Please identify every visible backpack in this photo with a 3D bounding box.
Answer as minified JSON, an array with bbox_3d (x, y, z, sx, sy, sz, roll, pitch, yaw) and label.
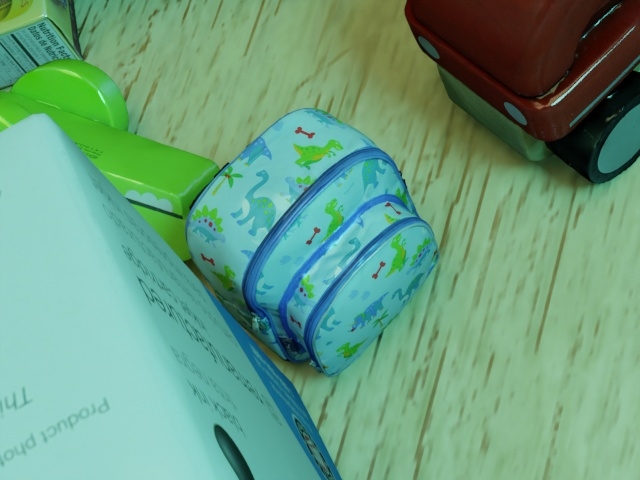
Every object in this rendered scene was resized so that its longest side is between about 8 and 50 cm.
[{"bbox_3d":[0.000,0.000,0.648,0.084,0.114,0.105,39,81,29],"label":"backpack"}]

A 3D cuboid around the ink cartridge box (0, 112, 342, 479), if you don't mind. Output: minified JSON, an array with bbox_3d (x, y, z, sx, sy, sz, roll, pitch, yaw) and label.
[{"bbox_3d":[-0.035,0.201,0.468,0.166,0.285,0.395,-30,61,2],"label":"ink cartridge box"}]

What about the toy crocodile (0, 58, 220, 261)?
[{"bbox_3d":[-0.212,-0.050,0.726,0.340,0.115,0.105,16,113,5],"label":"toy crocodile"}]

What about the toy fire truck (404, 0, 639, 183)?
[{"bbox_3d":[0.144,-0.158,0.600,0.217,0.246,0.158,-44,60,-6],"label":"toy fire truck"}]

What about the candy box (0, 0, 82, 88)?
[{"bbox_3d":[-0.239,-0.132,0.823,0.187,0.053,0.109,-17,62,8],"label":"candy box"}]
